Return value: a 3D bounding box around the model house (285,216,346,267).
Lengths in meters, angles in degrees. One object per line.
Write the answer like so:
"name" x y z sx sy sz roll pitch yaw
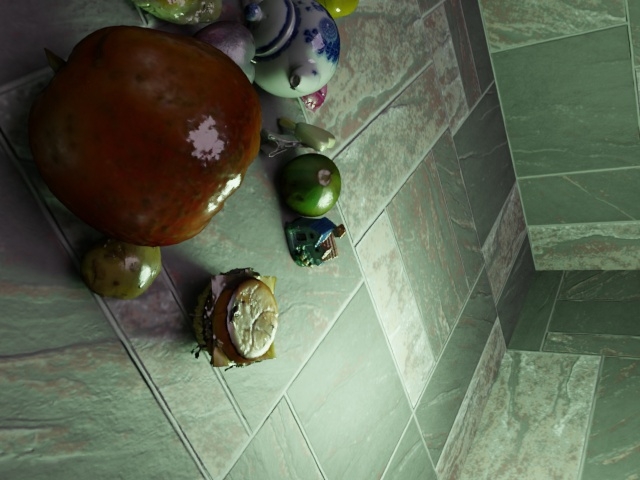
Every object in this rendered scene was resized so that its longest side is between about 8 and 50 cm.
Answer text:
"model house" 0.000 0.000 1.684 0.119 0.149 0.148 -29 110 -52

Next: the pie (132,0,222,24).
"pie" -0.324 -0.607 1.311 0.257 0.106 0.274 20 67 -38

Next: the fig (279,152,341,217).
"fig" -0.021 -0.159 1.650 0.181 0.191 0.180 1 88 -20

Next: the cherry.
"cherry" -0.229 -0.418 1.385 0.176 0.140 0.176 -16 120 -28

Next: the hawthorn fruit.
"hawthorn fruit" -0.317 -0.207 1.069 0.403 0.403 0.402 5 84 -55

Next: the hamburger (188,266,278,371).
"hamburger" -0.202 0.182 1.385 0.262 0.139 0.242 11 77 -55

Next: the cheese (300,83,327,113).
"cheese" -0.027 -0.494 1.753 0.155 0.062 0.244 14 75 -55

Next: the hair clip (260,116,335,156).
"hair clip" -0.061 -0.282 1.630 0.219 0.159 0.071 -7 132 -31

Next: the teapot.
"teapot" -0.092 -0.500 1.490 0.280 0.252 0.423 27 34 -51

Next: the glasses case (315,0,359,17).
"glasses case" 0.023 -0.859 1.779 0.173 0.141 0.370 -42 122 -49

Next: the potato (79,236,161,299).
"potato" -0.376 0.044 1.156 0.176 0.137 0.137 -36 117 -53
